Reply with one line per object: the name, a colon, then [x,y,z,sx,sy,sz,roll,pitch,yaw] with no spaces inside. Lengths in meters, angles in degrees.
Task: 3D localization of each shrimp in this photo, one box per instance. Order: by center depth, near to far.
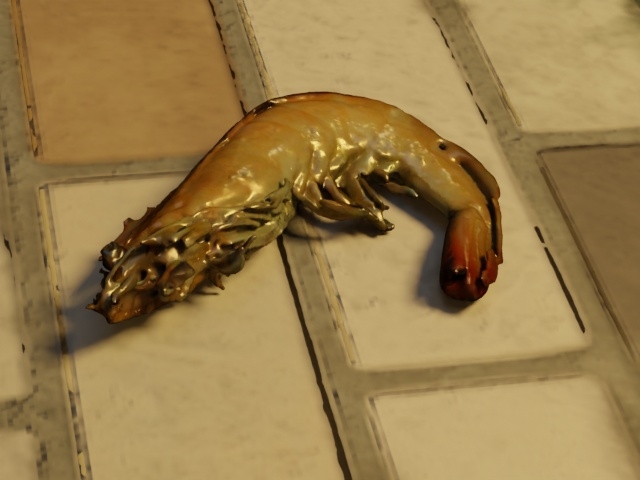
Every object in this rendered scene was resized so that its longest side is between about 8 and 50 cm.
shrimp: [0.000,0.001,0.689,0.124,0.034,0.178,28,39,17]
